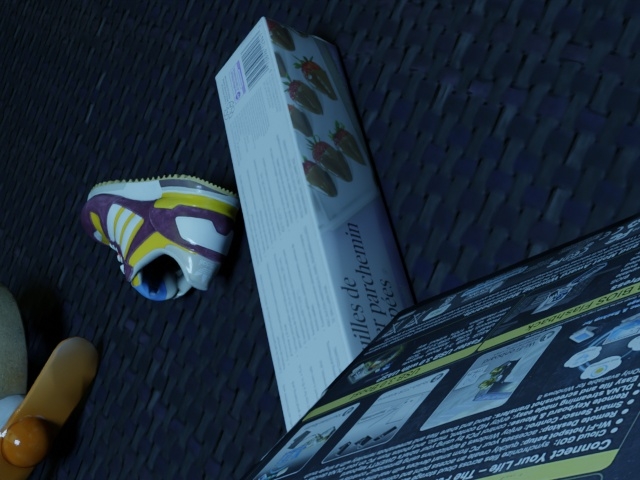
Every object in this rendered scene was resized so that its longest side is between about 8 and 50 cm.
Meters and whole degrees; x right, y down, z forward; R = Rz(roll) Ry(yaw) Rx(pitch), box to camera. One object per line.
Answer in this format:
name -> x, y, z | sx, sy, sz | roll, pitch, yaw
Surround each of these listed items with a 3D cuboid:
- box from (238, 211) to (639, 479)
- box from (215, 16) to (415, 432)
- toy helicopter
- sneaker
box -> 0.097, 0.083, 0.365 | 0.395, 0.097, 0.318 | -26, 10, 46
box -> 0.000, 0.000, 0.727 | 0.067, 0.063, 0.324 | -48, 41, 34
toy helicopter -> -0.284, 0.206, 1.017 | 0.235, 0.140, 0.355 | -13, 76, 42
sneaker -> -0.132, 0.003, 0.907 | 0.185, 0.069, 0.084 | -9, 63, 54
